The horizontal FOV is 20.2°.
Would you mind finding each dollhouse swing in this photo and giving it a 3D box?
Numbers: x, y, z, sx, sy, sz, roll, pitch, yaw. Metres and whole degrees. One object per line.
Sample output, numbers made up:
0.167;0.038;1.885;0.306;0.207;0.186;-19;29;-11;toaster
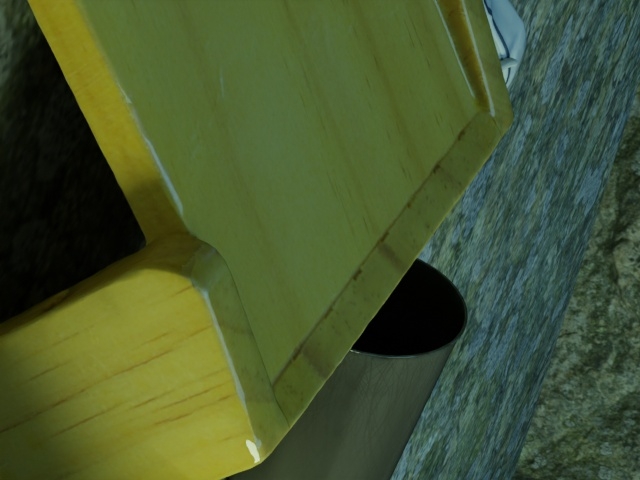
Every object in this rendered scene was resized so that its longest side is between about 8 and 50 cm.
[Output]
-0.096;-0.073;0.993;0.315;0.305;0.347;-25;-162;40;dollhouse swing

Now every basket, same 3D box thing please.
0.011;0.140;1.515;0.204;0.154;0.227;-37;150;-59;basket

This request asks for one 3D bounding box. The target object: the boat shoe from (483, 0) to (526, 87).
0.061;-0.136;1.287;0.156;0.135;0.367;-63;168;-10;boat shoe
